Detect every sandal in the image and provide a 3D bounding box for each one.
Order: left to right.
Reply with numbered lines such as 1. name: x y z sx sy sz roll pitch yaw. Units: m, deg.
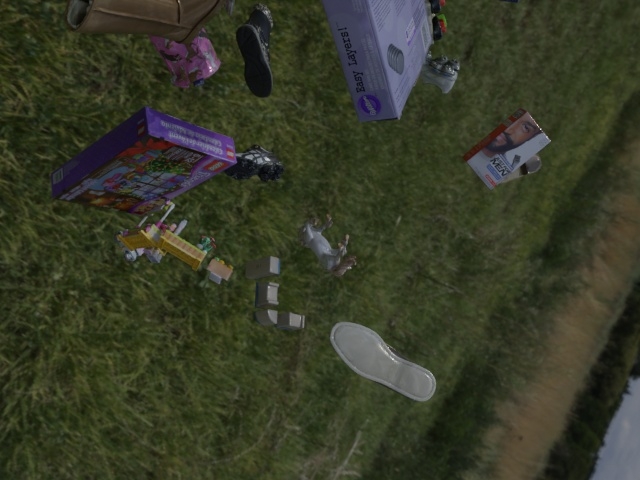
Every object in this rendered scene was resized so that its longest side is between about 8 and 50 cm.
1. sandal: 0.502 -0.198 1.706 0.239 0.079 0.088 -10 84 -25

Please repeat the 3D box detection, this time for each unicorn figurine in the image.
1. unicorn figurine: 0.000 0.000 1.143 0.060 0.162 0.111 -10 152 -29

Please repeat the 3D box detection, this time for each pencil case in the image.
1. pencil case: -0.474 -0.674 1.920 0.386 0.160 0.167 61 35 -28

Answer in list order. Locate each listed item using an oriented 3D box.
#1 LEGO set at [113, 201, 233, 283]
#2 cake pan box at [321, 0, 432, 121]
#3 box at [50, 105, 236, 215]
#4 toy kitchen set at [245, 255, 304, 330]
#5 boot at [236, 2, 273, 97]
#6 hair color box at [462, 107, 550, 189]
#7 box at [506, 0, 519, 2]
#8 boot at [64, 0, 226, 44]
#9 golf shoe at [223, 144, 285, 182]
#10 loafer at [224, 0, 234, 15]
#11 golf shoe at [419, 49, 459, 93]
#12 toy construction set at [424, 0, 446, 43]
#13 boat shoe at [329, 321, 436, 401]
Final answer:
1. LEGO set: -0.297 -0.008 1.258 0.107 0.286 0.132 -62 150 -35
2. cake pan box: 0.084 -0.339 0.856 0.267 0.070 0.246 -65 145 -43
3. box: -0.330 -0.134 1.132 0.200 0.293 0.057 11 62 -51
4. toy kitchen set: -0.143 0.175 1.945 0.166 0.122 0.207 18 67 -43
5. boot: -0.177 -0.570 1.827 0.237 0.085 0.179 77 19 -45
6. hair color box: 0.415 -0.205 1.369 0.167 0.093 0.053 -41 -164 14
7. box: 0.487 -0.790 1.811 0.036 0.225 0.137 -53 148 -34
8. boot: -0.323 -0.479 1.184 0.269 0.089 0.236 -12 152 -51
9. golf shoe: -0.192 -0.212 1.627 0.198 0.094 0.077 8 139 -43
10. loafer: -0.320 -0.836 2.123 0.125 0.039 0.045 128 -21 -68
11. golf shoe: 0.235 -0.399 1.409 0.069 0.176 0.086 -36 150 -28
12. toy construction set: 0.170 -0.511 1.238 0.327 0.151 0.215 13 59 -62
13. boat shoe: 0.153 0.322 1.623 0.117 0.324 0.096 -61 -170 -13
